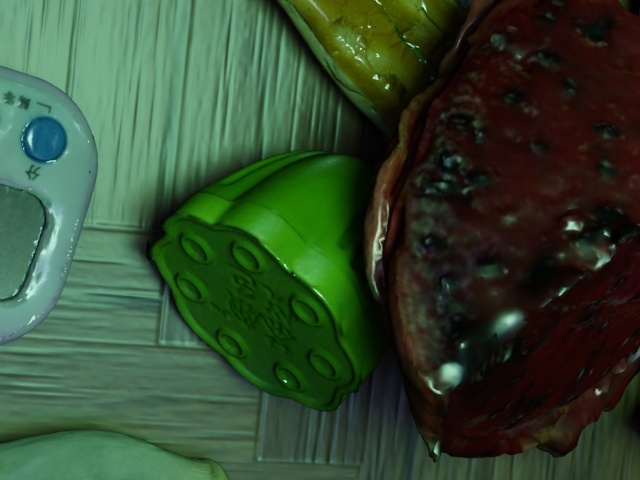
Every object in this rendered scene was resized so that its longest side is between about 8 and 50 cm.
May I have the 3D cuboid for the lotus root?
[{"bbox_3d":[0.000,0.000,1.117,0.186,0.186,0.186,-2,96,-17],"label":"lotus root"}]

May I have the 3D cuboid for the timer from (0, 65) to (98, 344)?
[{"bbox_3d":[-0.262,-0.033,1.062,0.209,0.069,0.190,18,89,-29],"label":"timer"}]

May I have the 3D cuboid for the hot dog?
[{"bbox_3d":[0.041,-0.160,1.150,0.109,0.072,0.269,-46,107,-10],"label":"hot dog"}]

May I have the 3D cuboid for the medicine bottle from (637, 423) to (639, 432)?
[{"bbox_3d":[0.361,0.052,1.219,0.157,0.157,0.288,35,86,-17],"label":"medicine bottle"}]

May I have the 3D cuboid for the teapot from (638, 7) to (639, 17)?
[{"bbox_3d":[0.332,-0.172,1.217,0.246,0.116,0.159,-29,90,-10],"label":"teapot"}]

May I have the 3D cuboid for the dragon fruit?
[{"bbox_3d":[0.116,0.015,1.098,0.286,0.329,0.228,-40,68,-12],"label":"dragon fruit"}]

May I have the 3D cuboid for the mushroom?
[{"bbox_3d":[-0.193,0.191,1.100,0.270,0.103,0.118,-19,100,-20],"label":"mushroom"}]
